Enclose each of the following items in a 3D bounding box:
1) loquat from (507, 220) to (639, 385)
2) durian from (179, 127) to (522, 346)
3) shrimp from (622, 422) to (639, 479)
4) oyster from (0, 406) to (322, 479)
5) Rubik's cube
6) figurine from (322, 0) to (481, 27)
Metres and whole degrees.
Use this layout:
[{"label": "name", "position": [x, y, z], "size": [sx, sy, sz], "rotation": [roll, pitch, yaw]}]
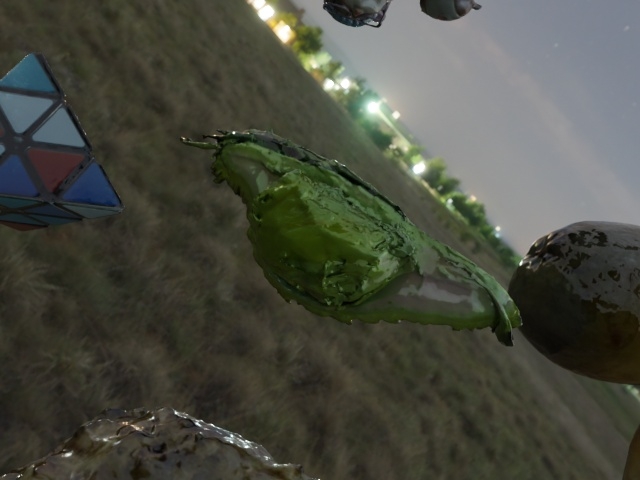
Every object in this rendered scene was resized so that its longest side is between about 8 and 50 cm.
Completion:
[{"label": "loquat", "position": [0.319, 0.069, 0.830], "size": [0.227, 0.179, 0.179], "rotation": [12, 11, 1]}, {"label": "durian", "position": [0.004, -0.003, 0.670], "size": [0.375, 0.106, 0.132], "rotation": [31, -27, 13]}, {"label": "shrimp", "position": [0.276, 0.213, 0.591], "size": [0.053, 0.236, 0.133], "rotation": [13, 0, -4]}, {"label": "oyster", "position": [-0.149, 0.230, 0.610], "size": [0.204, 0.396, 0.111], "rotation": [67, -24, 14]}, {"label": "Rubik's cube", "position": [-0.368, -0.057, 1.043], "size": [0.234, 0.284, 0.250], "rotation": [20, -42, 15]}, {"label": "figurine", "position": [0.090, -0.316, 0.866], "size": [0.205, 0.103, 0.260], "rotation": [7, -3, -16]}]
